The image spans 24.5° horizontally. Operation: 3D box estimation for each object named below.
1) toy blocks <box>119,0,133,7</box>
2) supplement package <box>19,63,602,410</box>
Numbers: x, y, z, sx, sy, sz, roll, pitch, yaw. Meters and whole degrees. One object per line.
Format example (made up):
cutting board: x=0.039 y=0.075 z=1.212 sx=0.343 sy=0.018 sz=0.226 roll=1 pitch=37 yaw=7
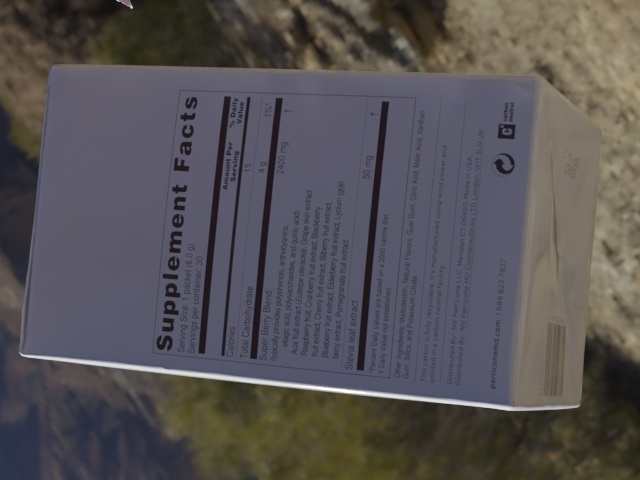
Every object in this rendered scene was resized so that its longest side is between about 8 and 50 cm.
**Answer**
toy blocks: x=-0.245 y=-0.420 z=1.507 sx=0.288 sy=0.260 sz=0.309 roll=29 pitch=173 yaw=-33
supplement package: x=0.000 y=0.000 z=0.866 sx=0.177 sy=0.293 sz=0.175 roll=14 pitch=-99 yaw=-67
